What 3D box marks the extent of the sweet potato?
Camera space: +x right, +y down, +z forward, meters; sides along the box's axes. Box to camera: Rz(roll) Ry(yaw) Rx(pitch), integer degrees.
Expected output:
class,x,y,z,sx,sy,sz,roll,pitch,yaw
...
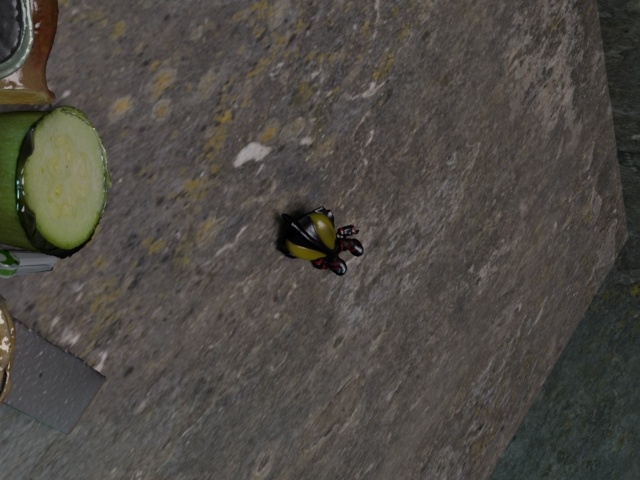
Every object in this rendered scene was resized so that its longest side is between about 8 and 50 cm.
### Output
class,x,y,z,sx,sy,sz,roll,pitch,yaw
sweet potato,-0.404,-0.341,1.046,0.131,0.131,0.337,-4,105,-49

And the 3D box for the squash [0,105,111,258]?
class,x,y,z,sx,sy,sz,roll,pitch,yaw
squash,-0.407,-0.086,1.167,0.220,0.133,0.220,-19,112,-62

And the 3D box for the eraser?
class,x,y,z,sx,sy,sz,roll,pitch,yaw
eraser,-0.450,0.187,1.200,0.111,0.077,0.352,-58,138,-16

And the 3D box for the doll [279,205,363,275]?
class,x,y,z,sx,sy,sz,roll,pitch,yaw
doll,0.003,0.000,1.670,0.248,0.088,0.127,38,72,-52

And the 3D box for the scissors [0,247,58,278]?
class,x,y,z,sx,sy,sz,roll,pitch,yaw
scissors,-0.457,0.034,1.149,0.027,0.101,0.204,-51,158,19

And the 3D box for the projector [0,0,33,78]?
class,x,y,z,sx,sy,sz,roll,pitch,yaw
projector,-0.491,-0.294,0.861,0.248,0.249,0.248,-21,115,-46

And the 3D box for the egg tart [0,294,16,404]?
class,x,y,z,sx,sy,sz,roll,pitch,yaw
egg tart,-0.539,0.145,0.953,0.351,0.150,0.352,-4,100,-25
